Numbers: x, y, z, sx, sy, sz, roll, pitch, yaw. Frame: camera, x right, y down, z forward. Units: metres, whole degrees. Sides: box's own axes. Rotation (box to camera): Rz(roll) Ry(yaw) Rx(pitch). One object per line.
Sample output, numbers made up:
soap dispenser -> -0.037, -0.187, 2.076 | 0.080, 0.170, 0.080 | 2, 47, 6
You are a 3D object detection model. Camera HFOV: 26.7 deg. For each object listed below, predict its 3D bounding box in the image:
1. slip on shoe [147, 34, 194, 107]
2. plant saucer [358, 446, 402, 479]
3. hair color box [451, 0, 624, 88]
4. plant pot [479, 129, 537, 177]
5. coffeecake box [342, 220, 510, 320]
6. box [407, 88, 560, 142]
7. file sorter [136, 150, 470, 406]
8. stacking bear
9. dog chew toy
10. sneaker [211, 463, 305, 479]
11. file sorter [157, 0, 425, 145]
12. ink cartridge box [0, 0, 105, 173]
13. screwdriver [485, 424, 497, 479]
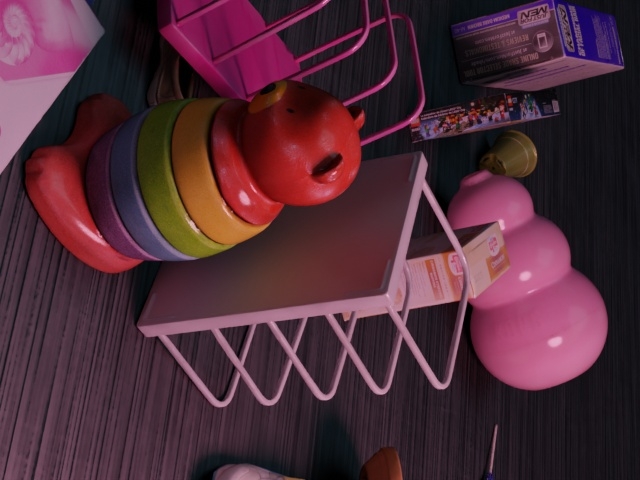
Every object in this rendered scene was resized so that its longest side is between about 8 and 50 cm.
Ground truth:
slip on shoe -> -0.152, -0.194, 1.466 | 0.051, 0.041, 0.135 | 51, 39, -39
plant saucer -> 0.066, 0.341, 1.572 | 0.200, 0.037, 0.200 | -177, -90, -85
hair color box -> 0.378, -0.330, 2.306 | 0.339, 0.185, 0.110 | -10, 88, -62
plant pot -> 0.301, -0.131, 2.218 | 0.079, 0.083, 0.083 | -31, 107, -46
coffeecake box -> 0.131, 0.038, 1.730 | 0.142, 0.185, 0.068 | -30, 105, -60
box -> 0.253, -0.192, 2.060 | 0.233, 0.159, 0.044 | -15, 95, -61
file sorter -> -0.008, 0.055, 1.396 | 0.173, 0.278, 0.193 | 60, 34, -37
stacking bear -> -0.097, -0.070, 1.261 | 0.164, 0.289, 0.175 | 64, 32, -24
dog chew toy -> 0.294, 0.052, 2.015 | 0.206, 0.207, 0.332 | -34, 102, -59
sneaker -> -0.035, 0.286, 1.443 | 0.229, 0.092, 0.087 | 27, 59, -53
file sorter -> -0.029, -0.252, 1.517 | 0.290, 0.182, 0.202 | 46, 28, -44
ink cartridge box -> -0.320, -0.266, 1.172 | 0.324, 0.071, 0.330 | 58, 36, -31
screwdriver -> 0.254, 0.336, 2.009 | 0.025, 0.024, 0.170 | 90, 11, -46
